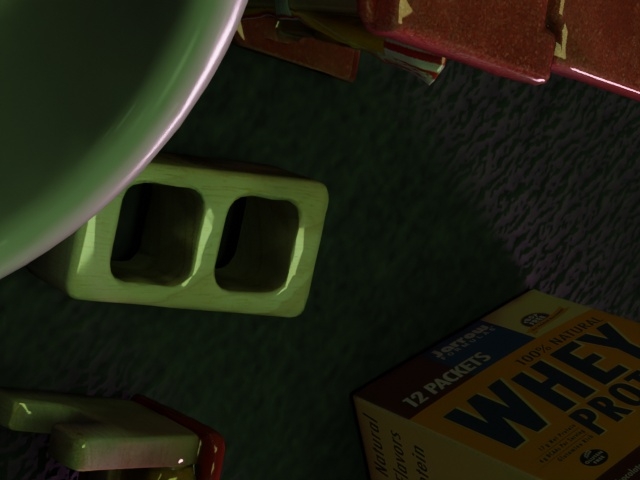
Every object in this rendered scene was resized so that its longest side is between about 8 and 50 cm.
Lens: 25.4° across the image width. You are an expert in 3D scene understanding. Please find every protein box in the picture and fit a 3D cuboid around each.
[{"bbox_3d":[0.145,0.158,0.701,0.136,0.201,0.200,-27,117,-31],"label":"protein box"}]

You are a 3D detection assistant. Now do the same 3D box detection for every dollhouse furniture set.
[{"bbox_3d":[0.000,0.000,0.545,0.152,0.201,0.374,6,97,-39],"label":"dollhouse furniture set"}]

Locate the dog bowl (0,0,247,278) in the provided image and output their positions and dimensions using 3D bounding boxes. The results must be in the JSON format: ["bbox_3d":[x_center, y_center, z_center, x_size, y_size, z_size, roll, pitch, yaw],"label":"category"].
[{"bbox_3d":[-0.168,-0.109,0.346,0.348,0.102,0.349,-10,133,-11],"label":"dog bowl"}]
